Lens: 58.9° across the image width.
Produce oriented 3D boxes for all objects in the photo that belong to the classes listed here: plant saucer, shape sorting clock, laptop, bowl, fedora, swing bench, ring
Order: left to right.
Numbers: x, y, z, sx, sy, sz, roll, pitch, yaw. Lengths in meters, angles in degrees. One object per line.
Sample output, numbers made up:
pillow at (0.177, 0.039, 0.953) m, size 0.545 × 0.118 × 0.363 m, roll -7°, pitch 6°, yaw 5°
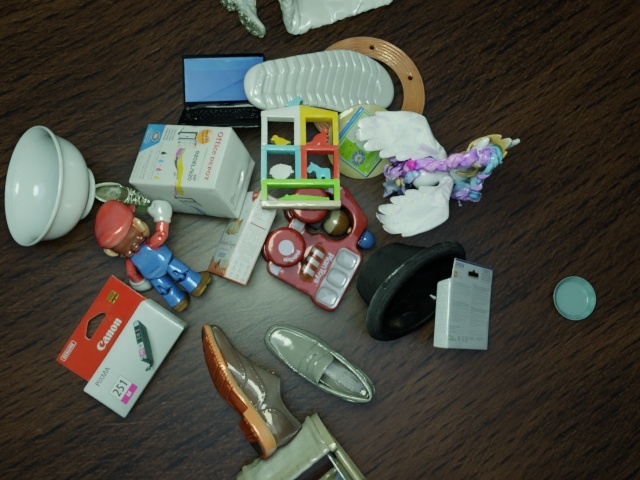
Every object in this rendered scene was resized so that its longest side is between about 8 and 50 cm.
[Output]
bowl at (-0.662, -0.129, 1.420) m, size 0.298 × 0.134 × 0.298 m, roll -4°, pitch 84°, yaw 39°
laptop at (-0.259, -0.399, 1.506) m, size 0.234 × 0.264 × 0.136 m, roll -3°, pitch 120°, yaw -4°
swing bench at (-0.035, 0.606, 1.390) m, size 0.253 × 0.165 × 0.254 m, roll -37°, pitch 87°, yaw -7°
shape sorting clock at (0.116, -0.265, 1.523) m, size 0.206 × 0.040 × 0.206 m, roll -2°, pitch 114°, yaw -4°
ring at (0.124, -0.406, 1.588) m, size 0.337 × 0.032 × 0.336 m, roll 0°, pitch 83°, yaw -3°
fedora at (0.212, 0.098, 1.447) m, size 0.334 × 0.334 × 0.152 m, roll -43°, pitch 54°, yaw -7°
plant saucer at (0.697, 0.159, 1.564) m, size 0.119 × 0.021 × 0.119 m, roll 0°, pitch 84°, yaw -4°

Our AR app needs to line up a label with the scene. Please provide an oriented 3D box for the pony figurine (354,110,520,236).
pony figurine at (0.270, -0.169, 1.402) m, size 0.351 × 0.363 × 0.303 m, roll -12°, pitch 85°, yaw -5°

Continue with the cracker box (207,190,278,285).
cracker box at (-0.199, -0.010, 1.451) m, size 0.067 × 0.156 × 0.232 m, roll 26°, pitch 81°, yaw -25°

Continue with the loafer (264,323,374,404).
loafer at (0.000, 0.315, 1.453) m, size 0.319 × 0.111 × 0.112 m, roll 29°, pitch 82°, yaw 0°

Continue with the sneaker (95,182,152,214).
sneaker at (-0.505, -0.110, 1.481) m, size 0.192 × 0.086 × 0.064 m, roll 10°, pitch 83°, yaw -3°

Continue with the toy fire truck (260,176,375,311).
toy fire truck at (0.000, 0.000, 1.468) m, size 0.254 × 0.169 × 0.302 m, roll 30°, pitch 83°, yaw -8°

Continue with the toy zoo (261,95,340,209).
toy zoo at (-0.050, -0.219, 1.388) m, size 0.192 × 0.030 × 0.293 m, roll 0°, pitch 75°, yaw -4°

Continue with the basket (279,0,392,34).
basket at (0.021, -0.771, 1.480) m, size 0.331 × 0.328 × 0.266 m, roll -20°, pitch 81°, yaw -6°

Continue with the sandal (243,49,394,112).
sandal at (-0.004, -0.418, 1.509) m, size 0.416 × 0.102 × 0.169 m, roll -2°, pitch 93°, yaw -19°

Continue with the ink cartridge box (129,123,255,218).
ink cartridge box at (-0.313, -0.173, 1.414) m, size 0.233 × 0.168 × 0.171 m, roll 6°, pitch 69°, yaw 17°

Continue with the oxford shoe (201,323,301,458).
oxford shoe at (-0.184, 0.358, 1.437) m, size 0.133 × 0.130 × 0.363 m, roll -25°, pitch 73°, yaw -29°

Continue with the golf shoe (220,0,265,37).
golf shoe at (-0.200, -0.649, 1.578) m, size 0.086 × 0.069 × 0.176 m, roll -41°, pitch 89°, yaw -13°

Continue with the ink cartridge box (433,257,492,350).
ink cartridge box at (0.371, 0.168, 1.462) m, size 0.223 × 0.045 × 0.224 m, roll 15°, pitch 80°, yaw -47°

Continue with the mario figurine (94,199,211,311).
mario figurine at (-0.426, 0.019, 1.439) m, size 0.320 × 0.170 × 0.198 m, roll 49°, pitch 67°, yaw -17°

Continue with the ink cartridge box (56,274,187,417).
ink cartridge box at (-0.511, 0.263, 1.432) m, size 0.239 × 0.060 × 0.275 m, roll 34°, pitch 91°, yaw -1°
